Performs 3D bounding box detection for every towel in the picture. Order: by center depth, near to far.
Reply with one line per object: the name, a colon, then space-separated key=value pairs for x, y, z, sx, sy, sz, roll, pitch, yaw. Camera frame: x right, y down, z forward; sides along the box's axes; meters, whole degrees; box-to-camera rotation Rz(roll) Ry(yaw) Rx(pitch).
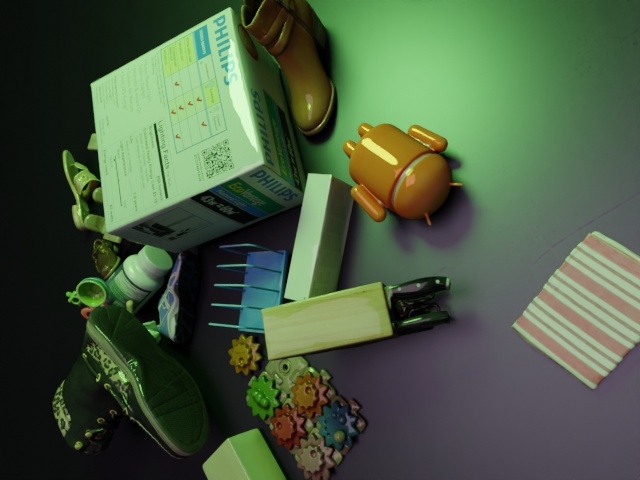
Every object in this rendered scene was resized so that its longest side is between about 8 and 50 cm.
towel: x=0.403 y=0.102 z=0.718 sx=0.144 sy=0.029 sz=0.197 roll=42 pitch=106 yaw=29

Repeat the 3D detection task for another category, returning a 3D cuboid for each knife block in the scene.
knife block: x=0.072 y=0.121 z=0.793 sx=0.242 sy=0.275 sz=0.088 roll=-35 pitch=61 yaw=54

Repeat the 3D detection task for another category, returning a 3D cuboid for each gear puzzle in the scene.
gear puzzle: x=-0.073 y=0.299 z=0.956 sx=0.339 sy=0.044 sz=0.176 roll=39 pitch=102 yaw=30

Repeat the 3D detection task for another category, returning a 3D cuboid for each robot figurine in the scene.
robot figurine: x=0.137 y=-0.120 z=0.857 sx=0.219 sy=0.158 sz=0.128 roll=41 pitch=143 yaw=30

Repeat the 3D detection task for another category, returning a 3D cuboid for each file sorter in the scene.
file sorter: x=-0.150 y=0.098 z=0.987 sx=0.118 sy=0.104 sz=0.171 roll=-4 pitch=76 yaw=41

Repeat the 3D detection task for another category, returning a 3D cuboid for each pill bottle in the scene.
pill bottle: x=-0.445 y=0.097 z=1.178 sx=0.180 sy=0.108 sz=0.108 roll=-43 pitch=63 yaw=17

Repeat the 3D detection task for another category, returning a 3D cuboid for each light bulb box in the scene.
light bulb box: x=-0.252 y=-0.208 z=1.021 sx=0.360 sy=0.225 sz=0.358 roll=-19 pitch=72 yaw=17

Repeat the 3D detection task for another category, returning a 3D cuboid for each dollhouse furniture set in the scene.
dollhouse furniture set: x=-0.502 y=-0.121 z=1.203 sx=0.212 sy=0.161 sz=0.242 roll=11 pitch=83 yaw=40

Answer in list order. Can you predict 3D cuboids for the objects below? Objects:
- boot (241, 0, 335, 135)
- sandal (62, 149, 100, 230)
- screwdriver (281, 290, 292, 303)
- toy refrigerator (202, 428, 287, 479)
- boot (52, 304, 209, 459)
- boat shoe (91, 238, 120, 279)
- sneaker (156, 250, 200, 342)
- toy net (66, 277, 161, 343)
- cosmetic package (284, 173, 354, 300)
boot: x=-0.063 y=-0.371 z=0.965 sx=0.108 sy=0.220 sz=0.284 roll=-1 pitch=81 yaw=30
sandal: x=-0.667 y=-0.149 z=1.389 sx=0.079 sy=0.088 sz=0.240 roll=-13 pitch=80 yaw=-4
screwdriver: x=-0.109 y=0.130 z=1.022 sx=0.169 sy=0.024 sz=0.025 roll=-19 pitch=101 yaw=29
toy refrigerator: x=-0.105 y=0.506 z=0.913 sx=0.102 sy=0.094 sz=0.270 roll=-50 pitch=60 yaw=22
boot: x=-0.426 y=0.363 z=1.054 sx=0.377 sy=0.138 sz=0.284 roll=44 pitch=112 yaw=15
boat shoe: x=-0.554 y=0.045 z=1.237 sx=0.064 sy=0.060 sz=0.178 roll=-49 pitch=31 yaw=0
sneaker: x=-0.335 y=0.126 z=1.124 sx=0.081 sy=0.080 sz=0.212 roll=6 pitch=83 yaw=28
toy net: x=-0.480 y=0.184 z=1.132 sx=0.122 sy=0.045 sz=0.232 roll=-37 pitch=110 yaw=14
cosmetic package: x=0.000 y=0.000 z=0.934 sx=0.060 sy=0.098 sz=0.239 roll=9 pitch=85 yaw=31
